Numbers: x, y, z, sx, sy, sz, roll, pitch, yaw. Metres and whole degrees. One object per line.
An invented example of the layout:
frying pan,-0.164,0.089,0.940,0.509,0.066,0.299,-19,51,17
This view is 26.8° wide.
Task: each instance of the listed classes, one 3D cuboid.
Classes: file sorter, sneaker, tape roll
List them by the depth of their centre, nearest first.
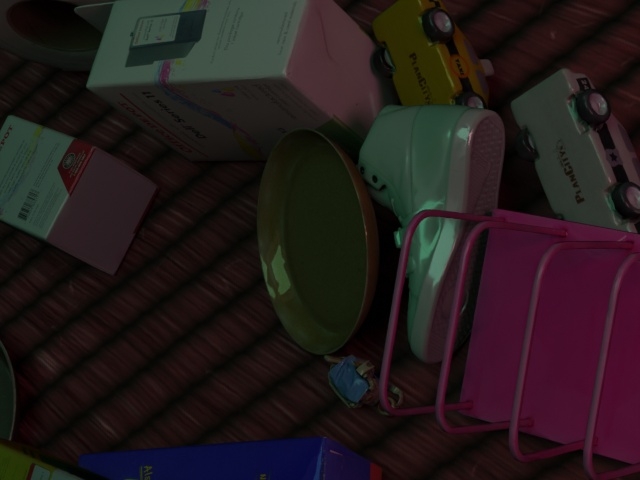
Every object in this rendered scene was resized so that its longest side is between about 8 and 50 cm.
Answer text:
file sorter,0.217,0.089,1.146,0.291,0.182,0.202,12,95,37
sneaker,0.096,-0.013,1.346,0.151,0.094,0.256,15,99,42
tape roll,-0.318,-0.345,1.708,0.246,0.246,0.169,-8,64,31

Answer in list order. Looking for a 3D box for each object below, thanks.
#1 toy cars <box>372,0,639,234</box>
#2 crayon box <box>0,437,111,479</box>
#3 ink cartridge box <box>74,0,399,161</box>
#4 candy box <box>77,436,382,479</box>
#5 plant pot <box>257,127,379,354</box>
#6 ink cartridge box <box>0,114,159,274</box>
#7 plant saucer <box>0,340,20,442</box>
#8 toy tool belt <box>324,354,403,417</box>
toy cars,0.198,-0.118,1.347,0.394,0.087,0.176,38,127,38
crayon box,-0.312,0.314,1.363,0.318,0.081,0.202,9,79,49
ink cartridge box,-0.111,-0.179,1.512,0.353,0.207,0.119,2,69,36
candy box,-0.105,0.343,1.319,0.317,0.122,0.268,-9,64,33
plant pot,0.000,0.000,1.397,0.236,0.032,0.236,17,110,60
ink cartridge box,-0.319,-0.057,1.648,0.176,0.127,0.128,22,83,39
plant saucer,-0.480,0.246,1.668,0.311,0.050,0.310,-15,61,29
toy tool belt,0.040,0.146,1.358,0.052,0.051,0.083,-52,51,3
